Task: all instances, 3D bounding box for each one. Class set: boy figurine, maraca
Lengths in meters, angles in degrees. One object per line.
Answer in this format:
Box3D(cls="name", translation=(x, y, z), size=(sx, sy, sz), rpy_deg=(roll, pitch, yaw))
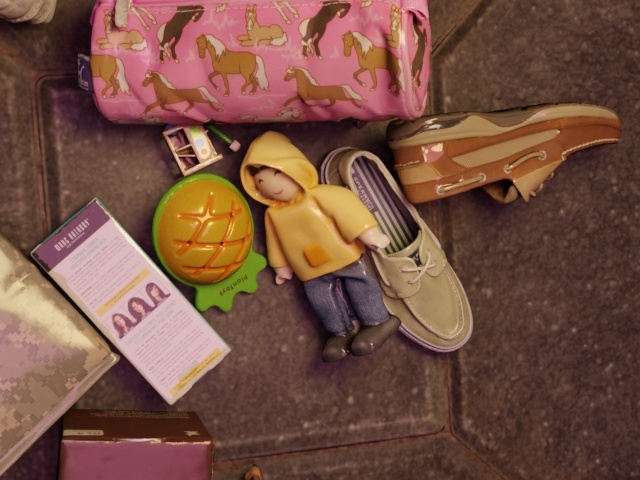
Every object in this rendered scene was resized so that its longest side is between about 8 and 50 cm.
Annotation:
Box3D(cls="boy figurine", translation=(0.000, 0.000, 1.233), size=(0.092, 0.177, 0.285), rpy_deg=(-42, 113, -48))
Box3D(cls="maraca", translation=(-0.131, 0.004, 1.235), size=(0.127, 0.099, 0.186), rpy_deg=(-34, 124, -14))

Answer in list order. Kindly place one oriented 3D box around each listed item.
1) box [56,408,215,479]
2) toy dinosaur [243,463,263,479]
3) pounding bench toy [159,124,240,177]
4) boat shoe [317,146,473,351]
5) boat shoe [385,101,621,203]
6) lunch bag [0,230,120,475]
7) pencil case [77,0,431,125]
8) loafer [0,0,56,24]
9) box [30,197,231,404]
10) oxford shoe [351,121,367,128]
Box3D(cls="box", translation=(-0.219, 0.309, 1.183), size=(0.168, 0.167, 0.203), rpy_deg=(4, 91, -14))
Box3D(cls="toy dinosaur", translation=(-0.050, 0.428, 1.206), size=(0.127, 0.295, 0.200), rpy_deg=(-19, 138, -37))
Box3D(cls="pounding bench toy", translation=(-0.145, -0.123, 1.246), size=(0.083, 0.052, 0.065), rpy_deg=(-27, 98, -12))
Box3D(cls="boat shoe", translation=(0.097, 0.018, 1.290), size=(0.109, 0.094, 0.302), rpy_deg=(-38, 100, -10))
Box3D(cls="boat shoe", translation=(0.231, -0.107, 1.297), size=(0.324, 0.122, 0.120), rpy_deg=(-8, 94, -22))
Box3D(cls="lunch bag", translation=(-0.405, 0.144, 1.131), size=(0.287, 0.169, 0.235), rpy_deg=(-45, 101, -13))
Box3D(cls="pencil case", translation=(-0.065, -0.208, 1.130), size=(0.386, 0.167, 0.160), rpy_deg=(2, 91, 15))
Box3D(cls="loafer", translation=(-0.350, -0.399, 1.165), size=(0.112, 0.111, 0.320), rpy_deg=(-7, 81, 22))
Box3D(cls="box", translation=(-0.225, 0.072, 1.228), size=(0.100, 0.060, 0.244), rpy_deg=(-42, 101, -10))
Box3D(cls="oxford shoe", translation=(-0.056, -0.270, 1.229), size=(0.363, 0.130, 0.133), rpy_deg=(33, 92, -12))
